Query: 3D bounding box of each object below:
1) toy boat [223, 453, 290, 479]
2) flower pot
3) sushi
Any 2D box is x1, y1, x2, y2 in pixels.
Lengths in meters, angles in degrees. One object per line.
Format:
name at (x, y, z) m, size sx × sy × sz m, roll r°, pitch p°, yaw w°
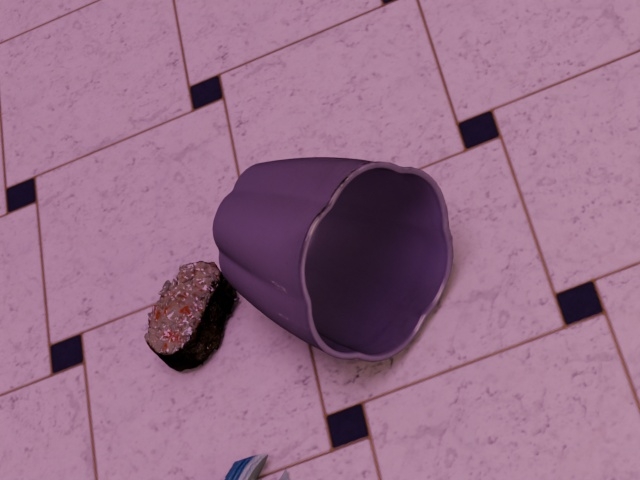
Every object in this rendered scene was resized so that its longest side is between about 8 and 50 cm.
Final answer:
toy boat at (-0.067, 0.336, 1.990) m, size 0.105 × 0.034 × 0.149 m, roll -44°, pitch 63°, yaw -12°
flower pot at (0.000, 0.000, 2.055) m, size 0.243 × 0.265 × 0.265 m, roll 21°, pitch 68°, yaw 46°
sushi at (-0.179, 0.102, 2.167) m, size 0.090 × 0.078 × 0.150 m, roll 13°, pitch 65°, yaw 32°
